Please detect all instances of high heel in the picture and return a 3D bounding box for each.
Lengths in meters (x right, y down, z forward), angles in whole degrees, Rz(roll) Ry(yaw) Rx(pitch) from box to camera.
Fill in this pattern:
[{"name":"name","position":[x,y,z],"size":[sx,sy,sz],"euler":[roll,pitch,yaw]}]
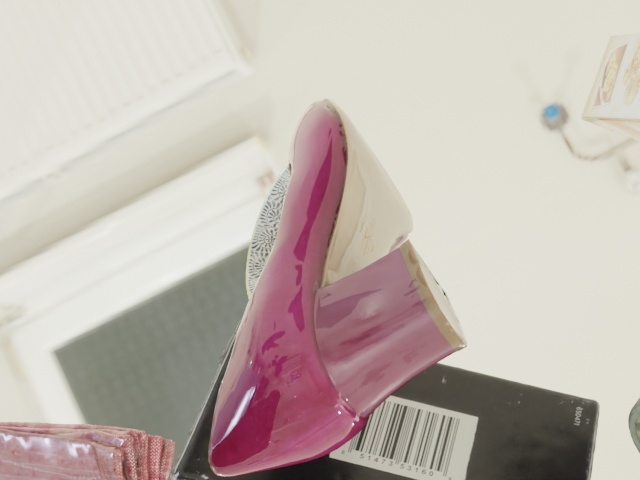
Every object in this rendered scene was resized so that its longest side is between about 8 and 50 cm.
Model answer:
[{"name":"high heel","position":[-0.022,0.015,0.974],"size":[0.181,0.127,0.377],"euler":[-32,-157,7]}]

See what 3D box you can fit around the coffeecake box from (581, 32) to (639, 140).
[{"name":"coffeecake box","position":[0.279,-0.087,0.887],"size":[0.142,0.068,0.185],"euler":[19,-177,-11]}]

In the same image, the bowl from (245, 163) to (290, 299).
[{"name":"bowl","position":[0.000,0.000,1.317],"size":[0.080,0.170,0.170],"euler":[19,148,-24]}]

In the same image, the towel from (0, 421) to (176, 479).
[{"name":"towel","position":[-0.198,0.266,0.760],"size":[0.237,0.329,0.037],"euler":[-7,158,44]}]

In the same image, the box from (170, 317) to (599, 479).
[{"name":"box","position":[0.044,0.247,1.085],"size":[0.183,0.296,0.294],"euler":[-68,169,-46]}]

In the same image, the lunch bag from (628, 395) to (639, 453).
[{"name":"lunch bag","position":[0.405,0.081,0.933],"size":[0.305,0.212,0.256],"euler":[-39,-177,38]}]
